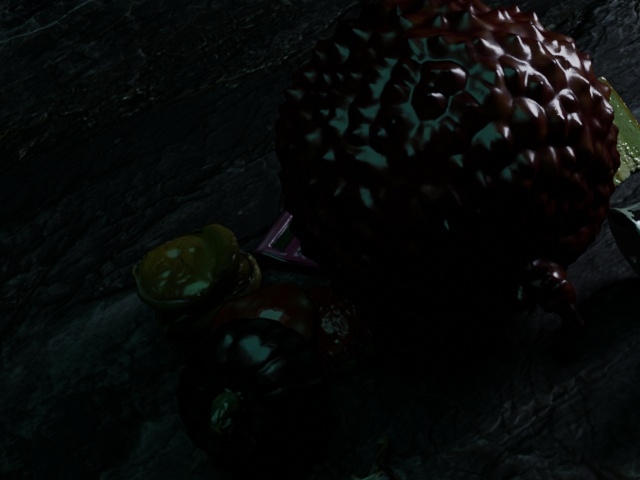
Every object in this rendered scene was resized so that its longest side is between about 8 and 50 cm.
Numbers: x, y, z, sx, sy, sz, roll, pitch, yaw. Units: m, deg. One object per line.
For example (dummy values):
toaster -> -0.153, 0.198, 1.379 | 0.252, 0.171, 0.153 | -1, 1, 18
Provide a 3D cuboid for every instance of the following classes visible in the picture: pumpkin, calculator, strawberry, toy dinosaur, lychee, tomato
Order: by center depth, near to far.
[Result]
toy dinosaur -> 0.065, 0.284, 1.294 | 0.058, 0.037, 0.180 | -25, 34, 7
pumpkin -> -0.082, 0.186, 1.385 | 0.194, 0.150, 0.194 | -9, 62, 17
lychee -> 0.166, -0.085, 1.403 | 0.425, 0.424, 0.500 | -33, 57, -13
tomato -> -0.088, 0.115, 1.510 | 0.174, 0.082, 0.166 | -42, 32, 25
strawberry -> 0.018, 0.102, 1.532 | 0.147, 0.082, 0.187 | -31, 31, -22
calculator -> 0.000, 0.000, 1.702 | 0.191, 0.034, 0.126 | 12, 48, 32

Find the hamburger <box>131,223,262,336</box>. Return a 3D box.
hamburger -> -0.181, 0.068, 1.661 | 0.177, 0.113, 0.185 | 5, 52, 26

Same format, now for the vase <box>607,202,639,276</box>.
vase -> 0.537, -0.079, 1.406 | 0.360, 0.165, 0.165 | -31, 36, -3

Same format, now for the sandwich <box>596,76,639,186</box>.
sandwich -> 0.379, -0.140, 1.682 | 0.117, 0.144, 0.187 | -32, 0, -11
